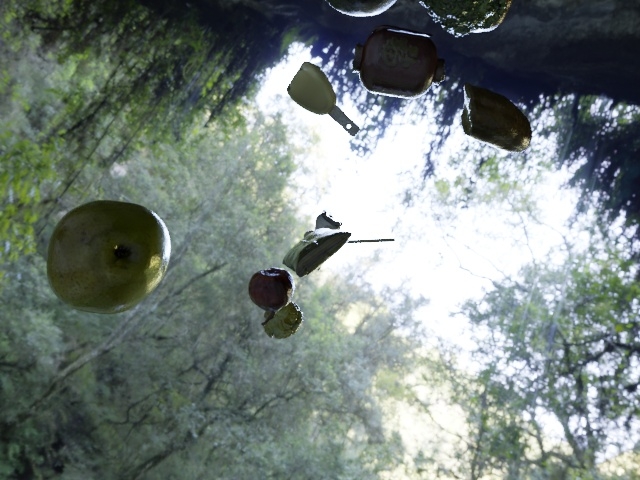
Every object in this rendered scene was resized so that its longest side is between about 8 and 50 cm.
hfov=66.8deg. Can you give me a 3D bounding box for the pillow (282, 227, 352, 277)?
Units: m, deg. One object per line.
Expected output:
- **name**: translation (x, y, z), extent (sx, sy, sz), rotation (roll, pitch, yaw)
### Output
- **pillow**: translation (-0.013, 0.014, 0.850), extent (0.038, 0.113, 0.203), rotation (54, -8, -9)

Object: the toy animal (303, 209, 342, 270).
- **toy animal**: translation (-0.001, -0.003, 1.194), extent (0.071, 0.124, 0.085), rotation (28, 21, -23)

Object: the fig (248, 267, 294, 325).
- **fig**: translation (-0.130, 0.140, 1.268), extent (0.129, 0.150, 0.128), rotation (5, -21, 2)

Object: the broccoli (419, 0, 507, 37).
- **broccoli**: translation (0.328, -0.643, 1.155), extent (0.236, 0.259, 0.288), rotation (26, 12, 29)

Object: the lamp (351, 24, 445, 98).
- **lamp**: translation (0.216, -0.483, 1.317), extent (0.258, 0.180, 0.180), rotation (9, -23, 3)

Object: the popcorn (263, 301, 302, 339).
- **popcorn**: translation (-0.128, 0.272, 1.668), extent (0.136, 0.141, 0.162), rotation (-2, -38, 1)

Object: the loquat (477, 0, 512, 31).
- **loquat**: translation (0.468, -0.704, 1.403), extent (0.176, 0.234, 0.187), rotation (8, -44, 8)

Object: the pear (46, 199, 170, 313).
- **pear**: translation (-0.340, 0.027, 0.787), extent (0.198, 0.198, 0.198), rotation (23, -21, 10)

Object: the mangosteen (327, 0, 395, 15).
- **mangosteen**: translation (0.118, -0.826, 1.442), extent (0.297, 0.297, 0.293), rotation (19, -16, 20)

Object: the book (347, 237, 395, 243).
- **book**: translation (0.108, 0.002, 1.498), extent (0.193, 0.013, 0.168), rotation (-2, 0, -38)

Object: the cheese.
- **cheese**: translation (0.017, -0.397, 1.410), extent (0.251, 0.054, 0.127), rotation (44, -52, 3)

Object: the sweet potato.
- **sweet potato**: translation (0.577, -0.376, 1.562), extent (0.370, 0.157, 0.158), rotation (15, -14, -29)
